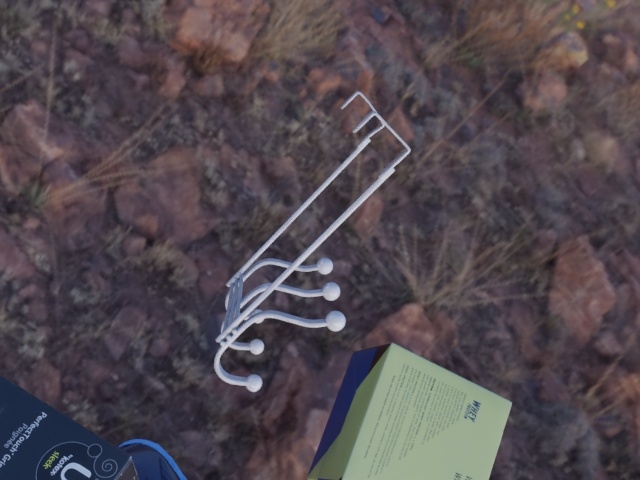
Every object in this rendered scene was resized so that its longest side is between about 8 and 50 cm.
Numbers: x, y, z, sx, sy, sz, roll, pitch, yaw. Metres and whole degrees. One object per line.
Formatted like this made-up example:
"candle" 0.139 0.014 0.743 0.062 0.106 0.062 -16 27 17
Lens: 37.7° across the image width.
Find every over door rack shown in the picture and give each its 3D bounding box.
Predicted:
"over door rack" 0.000 0.000 1.066 0.108 0.324 0.239 32 10 -10

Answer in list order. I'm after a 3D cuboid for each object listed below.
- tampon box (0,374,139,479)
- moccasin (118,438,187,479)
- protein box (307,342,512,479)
"tampon box" -0.204 0.157 0.560 0.161 0.101 0.120 27 57 16
"moccasin" -0.153 0.374 1.020 0.116 0.138 0.342 -16 47 -45
"protein box" 0.123 0.279 1.307 0.201 0.136 0.200 27 70 -14
